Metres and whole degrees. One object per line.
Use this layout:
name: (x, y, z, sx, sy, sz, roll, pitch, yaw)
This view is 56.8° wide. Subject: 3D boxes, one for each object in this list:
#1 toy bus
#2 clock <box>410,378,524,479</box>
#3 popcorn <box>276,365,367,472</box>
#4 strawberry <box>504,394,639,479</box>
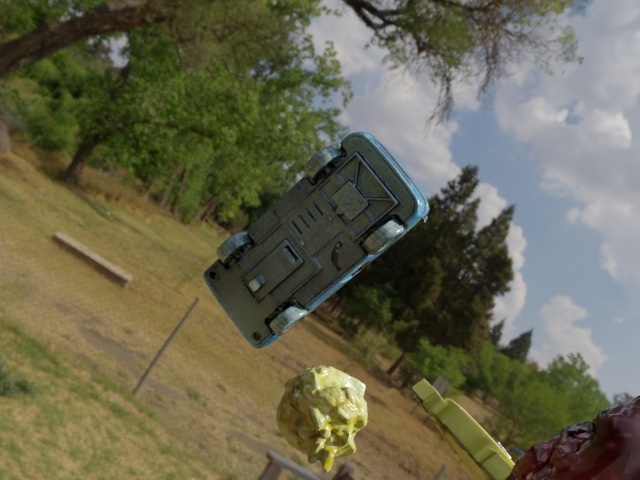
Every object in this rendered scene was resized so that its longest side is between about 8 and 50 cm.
toy bus: (0.000, 0.000, 0.642, 0.113, 0.246, 0.134, 52, 21, 11)
clock: (0.261, 0.332, 0.824, 0.293, 0.071, 0.277, 57, -7, -29)
popcorn: (0.003, 0.338, 1.154, 0.167, 0.185, 0.187, 15, 0, -11)
strawberry: (0.284, 0.243, 0.478, 0.274, 0.274, 0.220, 40, 24, -48)
